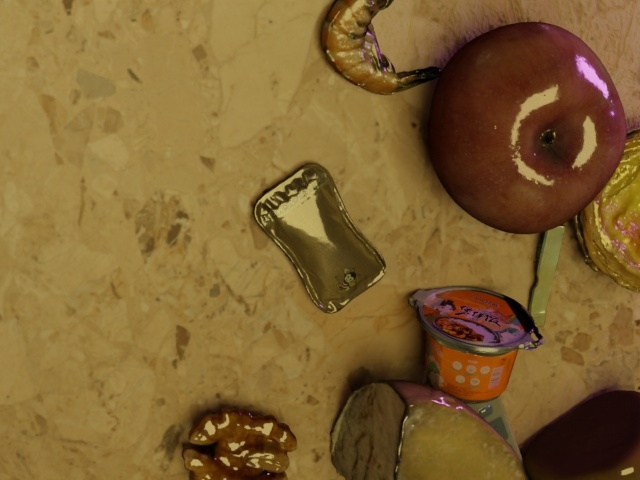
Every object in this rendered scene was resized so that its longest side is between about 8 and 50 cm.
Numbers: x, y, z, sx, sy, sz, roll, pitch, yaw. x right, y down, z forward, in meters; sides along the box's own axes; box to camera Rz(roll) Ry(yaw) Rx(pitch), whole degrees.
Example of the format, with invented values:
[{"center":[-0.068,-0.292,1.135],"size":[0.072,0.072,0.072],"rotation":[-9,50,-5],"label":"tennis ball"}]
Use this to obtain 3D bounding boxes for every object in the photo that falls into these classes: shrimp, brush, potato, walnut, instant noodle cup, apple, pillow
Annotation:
[{"center":[0.126,-0.327,1.728],"size":[0.198,0.051,0.262],"rotation":[32,95,-29],"label":"shrimp"},{"center":[0.350,0.054,1.902],"size":[0.033,0.030,0.178],"rotation":[-3,115,-24],"label":"brush"},{"center":[0.176,0.300,1.817],"size":[0.264,0.211,0.189],"rotation":[10,98,-23],"label":"potato"},{"center":[-0.125,0.315,1.795],"size":[0.170,0.069,0.143],"rotation":[15,97,-22],"label":"walnut"},{"center":[0.227,0.165,1.825],"size":[0.177,0.208,0.125],"rotation":[-20,127,-39],"label":"instant noodle cup"},{"center":[0.298,-0.156,1.719],"size":[0.305,0.235,0.306],"rotation":[-5,106,-16],"label":"apple"},{"center":[0.000,0.000,1.773],"size":[0.130,0.033,0.217],"rotation":[-35,111,-8],"label":"pillow"}]

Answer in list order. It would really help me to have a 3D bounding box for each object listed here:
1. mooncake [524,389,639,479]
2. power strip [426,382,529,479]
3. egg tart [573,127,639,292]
[{"center":[0.451,0.347,1.901],"size":[0.235,0.235,0.117],"rotation":[-32,109,-8],"label":"mooncake"},{"center":[0.252,0.330,1.929],"size":[0.118,0.046,0.270],"rotation":[-25,109,-10],"label":"power strip"},{"center":[0.518,-0.053,1.895],"size":[0.279,0.095,0.279],"rotation":[-2,102,-12],"label":"egg tart"}]
